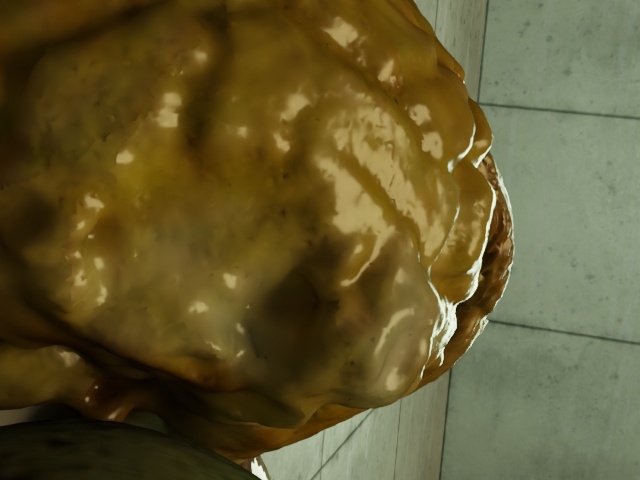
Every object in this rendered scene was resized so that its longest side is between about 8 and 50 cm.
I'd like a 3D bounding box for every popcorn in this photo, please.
[{"bbox_3d":[-0.064,-0.050,0.648,0.390,0.344,0.354,-52,150,-51],"label":"popcorn"}]

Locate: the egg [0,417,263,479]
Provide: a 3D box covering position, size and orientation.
[{"bbox_3d":[-0.119,0.269,0.464,0.428,0.345,0.345,-113,-157,-69],"label":"egg"}]

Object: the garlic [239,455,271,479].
[{"bbox_3d":[-0.089,0.213,0.849,0.245,0.253,0.245,1,90,-73],"label":"garlic"}]

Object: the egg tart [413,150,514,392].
[{"bbox_3d":[0.000,0.000,0.980,0.150,0.352,0.352,-105,-169,-60],"label":"egg tart"}]
